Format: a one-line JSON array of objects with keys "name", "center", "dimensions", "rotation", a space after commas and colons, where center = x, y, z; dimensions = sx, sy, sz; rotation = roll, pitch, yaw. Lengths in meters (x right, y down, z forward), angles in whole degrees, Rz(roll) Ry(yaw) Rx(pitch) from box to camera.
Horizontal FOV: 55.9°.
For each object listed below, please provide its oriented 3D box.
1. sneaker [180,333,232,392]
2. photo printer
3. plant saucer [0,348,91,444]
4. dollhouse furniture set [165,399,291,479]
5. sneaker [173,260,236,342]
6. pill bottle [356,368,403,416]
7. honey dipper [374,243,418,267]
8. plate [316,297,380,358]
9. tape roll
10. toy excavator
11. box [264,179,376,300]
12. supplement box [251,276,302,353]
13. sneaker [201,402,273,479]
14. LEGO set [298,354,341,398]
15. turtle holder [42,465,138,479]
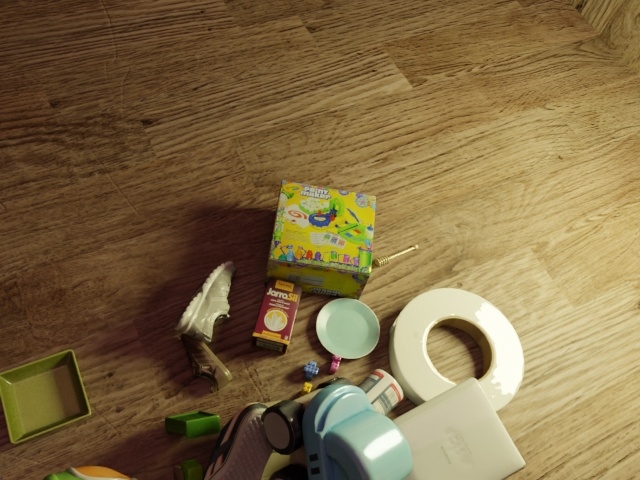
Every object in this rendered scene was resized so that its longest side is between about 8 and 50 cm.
[{"name": "sneaker", "center": [-0.322, 0.322, 1.612], "dimensions": [0.188, 0.066, 0.071], "rotation": [41, 62, 15]}, {"name": "photo printer", "center": [0.322, 0.532, 1.536], "dimensions": [0.308, 0.107, 0.255], "rotation": [-26, 77, -5]}, {"name": "plant saucer", "center": [-0.692, 0.393, 1.516], "dimensions": [0.189, 0.045, 0.188], "rotation": [-18, 65, -20]}, {"name": "dollhouse furniture set", "center": [-0.214, 0.521, 1.517], "dimensions": [0.302, 0.151, 0.197], "rotation": [-2, 80, -31]}, {"name": "sneaker", "center": [-0.299, 0.173, 1.683], "dimensions": [0.115, 0.105, 0.281], "rotation": [38, 44, -10]}, {"name": "pill bottle", "center": [0.122, 0.438, 1.600], "dimensions": [0.180, 0.108, 0.108], "rotation": [-37, 72, -26]}, {"name": "honey dipper", "center": [0.244, 0.045, 1.901], "dimensions": [0.161, 0.030, 0.030], "rotation": [-20, 65, -23]}, {"name": "plate", "center": [0.078, 0.256, 1.748], "dimensions": [0.188, 0.024, 0.188], "rotation": [5, 58, -8]}, {"name": "tape roll", "center": [0.387, 0.324, 1.737], "dimensions": [0.393, 0.072, 0.391], "rotation": [4, 59, -7]}, {"name": "toy excavator", "center": [0.119, 0.518, 1.223], "dimensions": [0.223, 0.445, 0.432], "rotation": [-10, 94, -45]}, {"name": "box", "center": [0.000, 0.000, 1.796], "dimensions": [0.290, 0.177, 0.279], "rotation": [10, 59, -4]}, {"name": "supplement box", "center": [-0.122, 0.212, 1.705], "dimensions": [0.104, 0.080, 0.188], "rotation": [14, 58, -1]}, {"name": "sneaker", "center": [-0.196, 0.521, 1.371], "dimensions": [0.126, 0.127, 0.321], "rotation": [32, 82, -18]}, {"name": "LEGO set", "center": [-0.013, 0.391, 1.611], "dimensions": [0.087, 0.093, 0.227], "rotation": [18, 58, 1]}, {"name": "turtle holder", "center": [-0.488, 0.644, 1.294], "dimensions": [0.228, 0.243, 0.320], "rotation": [-7, 51, -33]}]
